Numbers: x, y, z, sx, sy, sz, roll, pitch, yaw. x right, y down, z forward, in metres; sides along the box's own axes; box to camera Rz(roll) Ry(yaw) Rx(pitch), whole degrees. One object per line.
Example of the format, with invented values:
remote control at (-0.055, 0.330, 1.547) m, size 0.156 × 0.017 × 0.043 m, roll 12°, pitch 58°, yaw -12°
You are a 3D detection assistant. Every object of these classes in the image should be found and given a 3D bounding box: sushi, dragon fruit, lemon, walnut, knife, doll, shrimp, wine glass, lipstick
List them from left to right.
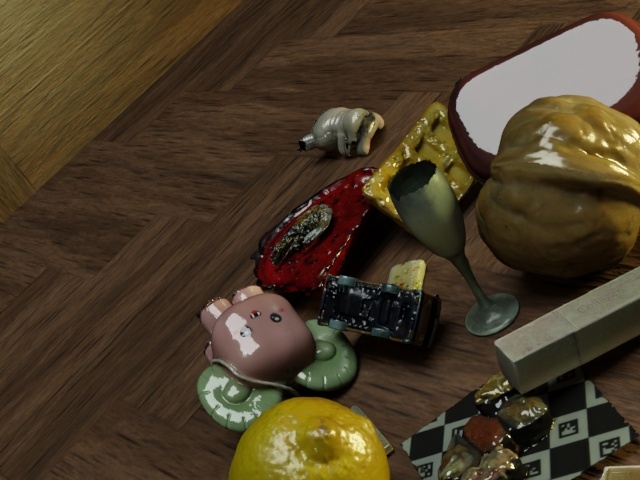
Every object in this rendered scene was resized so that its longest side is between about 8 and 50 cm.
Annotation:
doll at (-0.095, 0.211, 1.900) m, size 0.284 × 0.216 × 0.268 m, roll -23°, pitch 49°, yaw -19°
shrimp at (-0.037, -0.013, 2.095) m, size 0.161 × 0.034 × 0.091 m, roll -47°, pitch 30°, yaw -16°
lemon at (-0.015, 0.339, 1.523) m, size 0.233 × 0.288 × 0.233 m, roll 7°, pitch 52°, yaw -9°
dragon fruit at (0.000, 0.000, 2.162) m, size 0.282 × 0.100 × 0.343 m, roll 0°, pitch 46°, yaw 44°
doll at (0.052, -0.255, 2.499) m, size 0.192 × 0.095 × 0.149 m, roll 1°, pitch 46°, yaw 41°
wine glass at (0.171, -0.006, 1.794) m, size 0.096 × 0.309 × 0.264 m, roll -42°, pitch 30°, yaw -14°
sushi at (0.264, 0.261, 1.545) m, size 0.292 × 0.059 × 0.294 m, roll -34°, pitch 25°, yaw -1°
walnut at (0.395, -0.086, 1.728) m, size 0.285 × 0.285 × 0.296 m, roll 2°, pitch 70°, yaw 46°
lipstick at (0.407, 0.115, 1.564) m, size 0.317 × 0.068 × 0.066 m, roll -25°, pitch 32°, yaw -9°
knife at (0.377, 0.313, 1.412) m, size 0.256 × 0.022 × 0.046 m, roll -12°, pitch 32°, yaw 34°

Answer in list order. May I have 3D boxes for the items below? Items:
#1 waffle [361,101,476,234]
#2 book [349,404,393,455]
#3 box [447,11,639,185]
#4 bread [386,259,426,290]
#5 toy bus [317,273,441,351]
waffle at (0.214, -0.132, 2.097) m, size 0.274 × 0.168 × 0.057 m, roll -50°, pitch -10°, yaw -25°
book at (0.010, 0.356, 1.716) m, size 0.198 × 0.016 × 0.138 m, roll -37°, pitch 29°, yaw -6°
box at (0.438, -0.257, 2.011) m, size 0.404 × 0.108 × 0.263 m, roll -23°, pitch 67°, yaw 16°
bread at (0.148, 0.093, 1.957) m, size 0.068 × 0.028 × 0.154 m, roll -18°, pitch 31°, yaw 29°
toy bus at (0.106, 0.123, 1.841) m, size 0.201 × 0.114 × 0.098 m, roll 8°, pitch 84°, yaw 39°
